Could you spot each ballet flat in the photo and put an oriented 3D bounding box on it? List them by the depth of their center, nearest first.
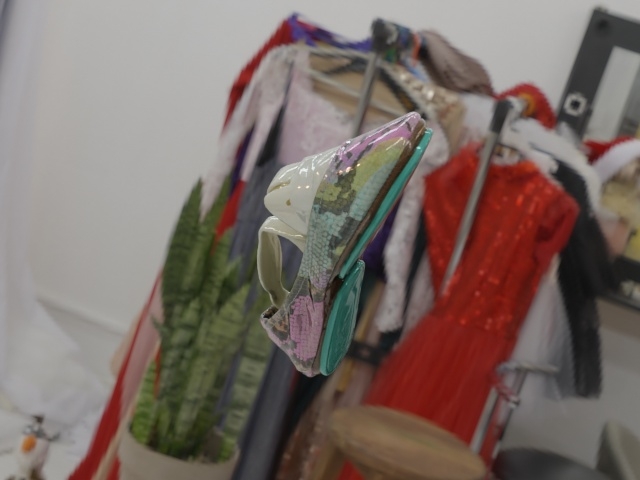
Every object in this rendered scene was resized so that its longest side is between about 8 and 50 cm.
[{"bbox_3d":[0.000,0.000,0.690,0.079,0.221,0.077,29,48,10],"label":"ballet flat"}]
